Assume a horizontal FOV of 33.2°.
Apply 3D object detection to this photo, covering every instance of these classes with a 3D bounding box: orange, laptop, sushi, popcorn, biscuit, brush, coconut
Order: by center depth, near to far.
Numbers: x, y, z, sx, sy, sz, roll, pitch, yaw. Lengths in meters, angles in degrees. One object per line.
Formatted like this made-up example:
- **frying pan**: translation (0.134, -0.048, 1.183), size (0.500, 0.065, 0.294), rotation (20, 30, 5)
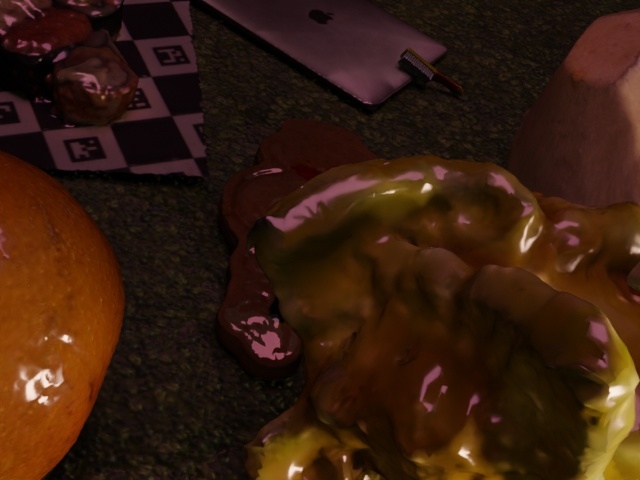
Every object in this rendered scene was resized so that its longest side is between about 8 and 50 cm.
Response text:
- **orange**: translation (-0.260, 0.054, 0.673), size (0.264, 0.264, 0.264), rotation (11, 43, -10)
- **popcorn**: translation (0.098, 0.064, 0.734), size (0.326, 0.321, 0.290), rotation (39, 43, -7)
- **biscuit**: translation (-0.009, -0.002, 0.964), size (0.183, 0.047, 0.320), rotation (24, 44, 9)
- **coconut**: translation (0.339, -0.064, 0.971), size (0.353, 0.352, 0.352), rotation (11, 43, -10)
- **sushi**: translation (-0.272, -0.207, 1.041), size (0.320, 0.069, 0.339), rotation (2, 46, -14)
- **brush**: translation (0.124, -0.183, 1.204), size (0.083, 0.019, 0.021), rotation (33, 56, -13)
- **laptop**: translation (-0.003, -0.253, 1.241), size (0.269, 0.015, 0.187), rotation (34, 44, 15)
